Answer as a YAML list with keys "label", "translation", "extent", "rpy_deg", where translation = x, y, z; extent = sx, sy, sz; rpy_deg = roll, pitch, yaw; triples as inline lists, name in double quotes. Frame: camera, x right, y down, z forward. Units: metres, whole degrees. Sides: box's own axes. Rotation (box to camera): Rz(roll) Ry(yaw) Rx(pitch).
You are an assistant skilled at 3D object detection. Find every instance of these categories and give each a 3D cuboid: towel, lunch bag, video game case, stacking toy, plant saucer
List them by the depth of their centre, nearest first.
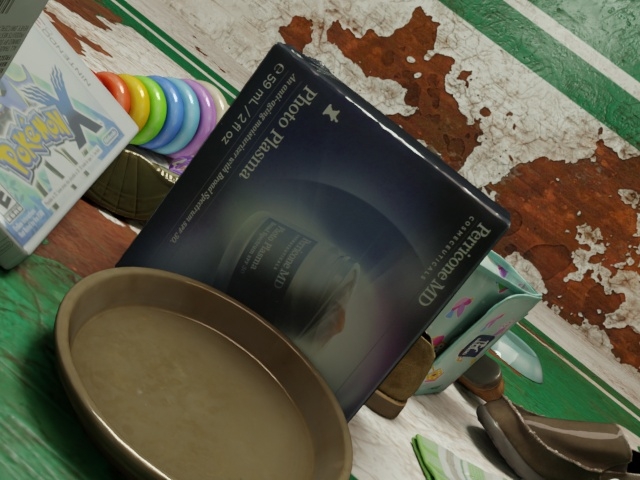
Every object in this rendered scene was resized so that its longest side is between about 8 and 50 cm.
- label: "plant saucer"
  translation: [-0.096, 0.127, 0.684]
  extent: [0.278, 0.041, 0.278]
  rpy_deg: [32, 22, -14]
- label: "video game case"
  translation: [-0.332, -0.164, 0.807]
  extent: [0.300, 0.036, 0.329]
  rpy_deg: [52, 22, -18]
- label: "towel"
  translation: [0.181, 0.291, 0.968]
  extent: [0.152, 0.023, 0.113]
  rpy_deg: [33, 12, -20]
- label: "lunch bag"
  translation: [0.158, 0.091, 1.167]
  extent: [0.262, 0.223, 0.160]
  rpy_deg: [34, 18, -23]
- label: "stacking toy"
  translation: [-0.281, -0.203, 1.245]
  extent: [0.141, 0.141, 0.330]
  rpy_deg: [43, 17, 22]
- label: "plant saucer"
  translation: [0.425, 0.237, 1.816]
  extent: [0.195, 0.037, 0.195]
  rpy_deg: [36, 13, -10]

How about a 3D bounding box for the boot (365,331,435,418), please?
- label: "boot"
  translation: [0.009, 0.083, 1.038]
  extent: [0.305, 0.115, 0.112]
  rpy_deg: [37, 15, 3]

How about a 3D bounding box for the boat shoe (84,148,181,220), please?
- label: "boat shoe"
  translation: [-0.217, -0.061, 1.040]
  extent: [0.223, 0.080, 0.073]
  rpy_deg: [15, -7, -31]

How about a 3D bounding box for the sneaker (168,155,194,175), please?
- label: "sneaker"
  translation: [-0.207, -0.089, 1.174]
  extent: [0.071, 0.068, 0.170]
  rpy_deg: [27, 16, -18]

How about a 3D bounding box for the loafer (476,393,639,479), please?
- label: "loafer"
  translation: [0.380, 0.305, 1.219]
  extent: [0.366, 0.130, 0.134]
  rpy_deg: [31, 14, -28]

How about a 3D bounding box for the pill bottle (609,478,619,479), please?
- label: "pill bottle"
  translation: [0.394, 0.393, 0.906]
  extent: [0.146, 0.146, 0.264]
  rpy_deg: [23, 18, -48]

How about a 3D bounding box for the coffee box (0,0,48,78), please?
- label: "coffee box"
  translation: [-0.270, -0.067, 0.373]
  extent: [0.168, 0.297, 0.119]
  rpy_deg: [38, 16, -2]

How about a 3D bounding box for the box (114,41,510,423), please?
- label: "box"
  translation: [0.000, 0.000, 0.883]
  extent: [0.294, 0.296, 0.183]
  rpy_deg: [38, 12, 6]

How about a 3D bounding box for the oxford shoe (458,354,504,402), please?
- label: "oxford shoe"
  translation: [0.239, 0.207, 1.383]
  extent: [0.076, 0.076, 0.212]
  rpy_deg: [65, -6, -31]
